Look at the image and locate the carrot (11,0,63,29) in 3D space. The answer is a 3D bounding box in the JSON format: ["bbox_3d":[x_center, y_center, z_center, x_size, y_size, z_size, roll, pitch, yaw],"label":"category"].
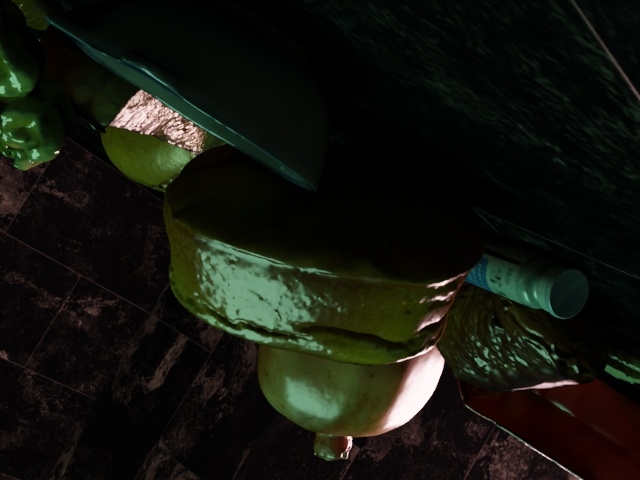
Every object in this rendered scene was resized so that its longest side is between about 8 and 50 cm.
[{"bbox_3d":[-0.332,-0.279,1.212,0.049,0.049,0.254,28,172,32],"label":"carrot"}]

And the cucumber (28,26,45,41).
[{"bbox_3d":[-0.364,-0.268,1.458,0.215,0.052,0.058,33,153,-16],"label":"cucumber"}]

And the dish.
[{"bbox_3d":[-0.079,-0.131,0.904,0.228,0.086,0.236,32,178,-9],"label":"dish"}]

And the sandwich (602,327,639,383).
[{"bbox_3d":[0.326,0.129,1.348,0.105,0.035,0.093,29,176,38],"label":"sandwich"}]

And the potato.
[{"bbox_3d":[-0.163,-0.156,1.119,0.138,0.098,0.243,41,-172,15],"label":"potato"}]

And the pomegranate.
[{"bbox_3d":[0.036,0.152,1.592,0.229,0.270,0.252,15,177,17],"label":"pomegranate"}]

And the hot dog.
[{"bbox_3d":[0.206,0.098,1.286,0.160,0.099,0.227,43,155,-12],"label":"hot dog"}]

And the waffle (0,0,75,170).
[{"bbox_3d":[-0.304,-0.198,0.988,0.297,0.073,0.317,34,153,55],"label":"waffle"}]

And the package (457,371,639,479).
[{"bbox_3d":[0.313,0.199,1.476,0.424,0.123,0.196,32,-173,2],"label":"package"}]

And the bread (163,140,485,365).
[{"bbox_3d":[0.000,0.000,1.053,0.270,0.142,0.195,14,-150,3],"label":"bread"}]

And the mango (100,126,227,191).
[{"bbox_3d":[-0.159,-0.108,1.405,0.177,0.120,0.295,33,174,-20],"label":"mango"}]

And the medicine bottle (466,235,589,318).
[{"bbox_3d":[0.172,0.027,1.178,0.051,0.051,0.191,34,175,-33],"label":"medicine bottle"}]
